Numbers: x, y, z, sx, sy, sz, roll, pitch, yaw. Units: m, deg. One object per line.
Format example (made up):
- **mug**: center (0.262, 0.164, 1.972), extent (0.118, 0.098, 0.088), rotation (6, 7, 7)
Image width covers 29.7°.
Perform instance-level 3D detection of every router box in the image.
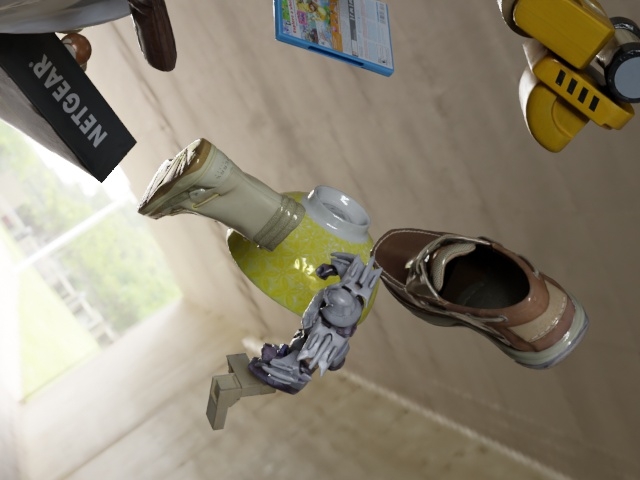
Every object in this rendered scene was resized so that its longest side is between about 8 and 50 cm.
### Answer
- **router box**: center (-0.398, -0.227, 1.540), extent (0.243, 0.081, 0.309), rotation (31, -15, 30)

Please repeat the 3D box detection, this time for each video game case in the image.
- **video game case**: center (0.017, -0.280, 1.543), extent (0.015, 0.166, 0.119), rotation (-44, -140, 47)

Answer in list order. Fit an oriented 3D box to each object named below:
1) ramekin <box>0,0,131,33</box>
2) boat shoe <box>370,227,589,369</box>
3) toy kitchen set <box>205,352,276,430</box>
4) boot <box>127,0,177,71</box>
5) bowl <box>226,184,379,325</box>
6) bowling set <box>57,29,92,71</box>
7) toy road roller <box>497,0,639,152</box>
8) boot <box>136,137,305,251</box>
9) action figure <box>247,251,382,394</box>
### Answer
- **ramekin**: center (-0.273, -0.296, 1.107), extent (0.273, 0.273, 0.127), rotation (115, -30, -76)
- **boat shoe**: center (0.164, 0.038, 1.389), extent (0.324, 0.123, 0.116), rotation (21, -19, 50)
- **toy kitchen set**: center (-0.115, 0.206, 1.665), extent (0.068, 0.083, 0.075), rotation (-122, -144, -46)
- **boot**: center (-0.139, -0.190, 0.891), extent (0.114, 0.037, 0.106), rotation (78, -13, -62)
- **bowl**: center (0.000, 0.000, 2.087), extent (0.289, 0.156, 0.289), rotation (28, 24, -14)
- **bowling set**: center (-0.455, -0.351, 1.962), extent (0.200, 0.154, 0.287), rotation (-129, -138, -65)
- **toy road roller**: center (0.395, -0.302, 2.033), extent (0.329, 0.240, 0.202), rotation (34, 23, -14)
- **boot**: center (-0.156, -0.051, 1.854), extent (0.203, 0.095, 0.262), rotation (31, -28, -20)
- **action figure**: center (-0.007, 0.112, 1.486), extent (0.099, 0.185, 0.285), rotation (40, -25, 7)
